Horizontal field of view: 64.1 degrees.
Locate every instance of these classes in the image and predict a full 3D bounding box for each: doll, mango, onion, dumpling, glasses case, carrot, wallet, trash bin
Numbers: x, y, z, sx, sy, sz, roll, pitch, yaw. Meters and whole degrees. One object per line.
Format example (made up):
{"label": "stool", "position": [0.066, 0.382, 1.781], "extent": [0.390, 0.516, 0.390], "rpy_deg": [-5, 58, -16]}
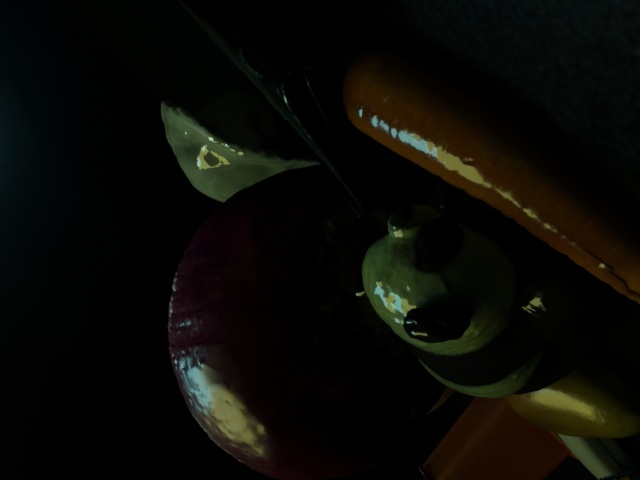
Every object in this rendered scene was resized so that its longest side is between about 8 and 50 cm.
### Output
{"label": "doll", "position": [0.122, 0.048, 0.400], "extent": [0.143, 0.135, 0.234], "rpy_deg": [43, 180, 40]}
{"label": "mango", "position": [0.257, 0.156, 0.541], "extent": [0.111, 0.090, 0.163], "rpy_deg": [33, 163, 5]}
{"label": "onion", "position": [-0.027, 0.098, 0.622], "extent": [0.348, 0.348, 0.385], "rpy_deg": [46, 147, -10]}
{"label": "dumpling", "position": [-0.083, -0.132, 0.737], "extent": [0.226, 0.243, 0.176], "rpy_deg": [13, 117, 49]}
{"label": "glasses case", "position": [0.379, 0.284, 0.717], "extent": [0.204, 0.051, 0.081], "rpy_deg": [49, 172, -7]}
{"label": "carrot", "position": [0.110, -0.046, 0.321], "extent": [0.271, 0.062, 0.066], "rpy_deg": [39, 140, 21]}
{"label": "wallet", "position": [-0.045, -0.153, 0.488], "extent": [0.172, 0.045, 0.318], "rpy_deg": [48, -176, -45]}
{"label": "trash bin", "position": [0.295, 0.348, 0.846], "extent": [0.161, 0.238, 0.184], "rpy_deg": [44, 173, 6]}

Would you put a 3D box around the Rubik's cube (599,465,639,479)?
{"label": "Rubik's cube", "position": [0.403, 0.334, 0.615], "extent": [0.133, 0.133, 0.112], "rpy_deg": [44, -157, 11]}

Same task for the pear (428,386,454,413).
{"label": "pear", "position": [0.116, 0.192, 0.913], "extent": [0.280, 0.281, 0.281], "rpy_deg": [44, 174, 6]}
